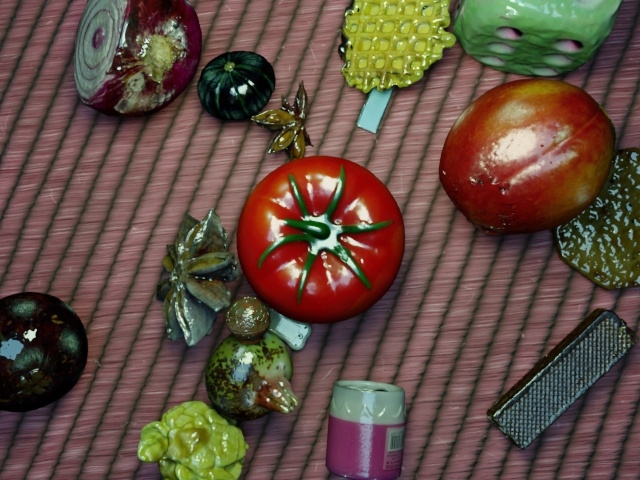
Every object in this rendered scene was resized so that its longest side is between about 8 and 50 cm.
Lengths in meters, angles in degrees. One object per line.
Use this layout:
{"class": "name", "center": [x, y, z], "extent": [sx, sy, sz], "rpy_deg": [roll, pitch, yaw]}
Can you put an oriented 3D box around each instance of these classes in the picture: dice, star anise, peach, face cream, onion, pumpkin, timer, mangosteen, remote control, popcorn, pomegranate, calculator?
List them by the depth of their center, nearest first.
{"class": "peach", "center": [0.448, -0.178, 1.393], "extent": [0.370, 0.370, 0.370], "rpy_deg": [0, 85, 2]}
{"class": "popcorn", "center": [-0.283, 0.477, 1.411], "extent": [0.181, 0.217, 0.235], "rpy_deg": [-48, 53, 30]}
{"class": "pomegranate", "center": [-0.140, 0.320, 1.420], "extent": [0.248, 0.214, 0.214], "rpy_deg": [28, 85, 38]}
{"class": "timer", "center": [0.000, 0.000, 1.421], "extent": [0.378, 0.279, 0.378], "rpy_deg": [0, 83, -1]}
{"class": "face cream", "center": [0.104, 0.426, 1.429], "extent": [0.175, 0.175, 0.195], "rpy_deg": [5, 84, 2]}
{"class": "dice", "center": [0.497, -0.577, 1.436], "extent": [0.318, 0.322, 0.330], "rpy_deg": [17, 87, 3]}
{"class": "mangosteen", "center": [-0.678, 0.245, 1.438], "extent": [0.288, 0.288, 0.288], "rpy_deg": [0, 85, 2]}
{"class": "star anise", "center": [-0.283, 0.087, 1.449], "extent": [0.118, 0.332, 0.331], "rpy_deg": [15, 84, -34]}
{"class": "onion", "center": [-0.420, -0.448, 1.491], "extent": [0.282, 0.260, 0.336], "rpy_deg": [16, 96, 42]}
{"class": "star anise", "center": [-0.087, -0.273, 1.525], "extent": [0.157, 0.053, 0.212], "rpy_deg": [-17, 112, -31]}
{"class": "remote control", "center": [-0.084, 0.211, 1.526], "extent": [0.122, 0.032, 0.074], "rpy_deg": [30, 86, 4]}
{"class": "pumpkin", "center": [-0.205, -0.378, 1.527], "extent": [0.194, 0.150, 0.194], "rpy_deg": [1, 76, -5]}
{"class": "calculator", "center": [0.145, -0.356, 1.578], "extent": [0.057, 0.018, 0.172], "rpy_deg": [21, 86, 5]}

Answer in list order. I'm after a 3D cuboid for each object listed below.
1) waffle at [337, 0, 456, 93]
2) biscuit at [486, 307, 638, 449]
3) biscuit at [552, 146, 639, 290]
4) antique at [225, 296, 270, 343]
{"class": "waffle", "center": [0.169, -0.517, 1.533], "extent": [0.307, 0.060, 0.312], "rpy_deg": [-25, 71, 20]}
{"class": "biscuit", "center": [0.566, 0.319, 1.476], "extent": [0.388, 0.073, 0.107], "rpy_deg": [-42, 86, -2]}
{"class": "biscuit", "center": [0.726, -0.053, 1.518], "extent": [0.359, 0.046, 0.359], "rpy_deg": [0, 85, 3]}
{"class": "antique", "center": [-0.157, 0.170, 1.368], "extent": [0.104, 0.104, 0.104], "rpy_deg": [0, 85, 2]}
